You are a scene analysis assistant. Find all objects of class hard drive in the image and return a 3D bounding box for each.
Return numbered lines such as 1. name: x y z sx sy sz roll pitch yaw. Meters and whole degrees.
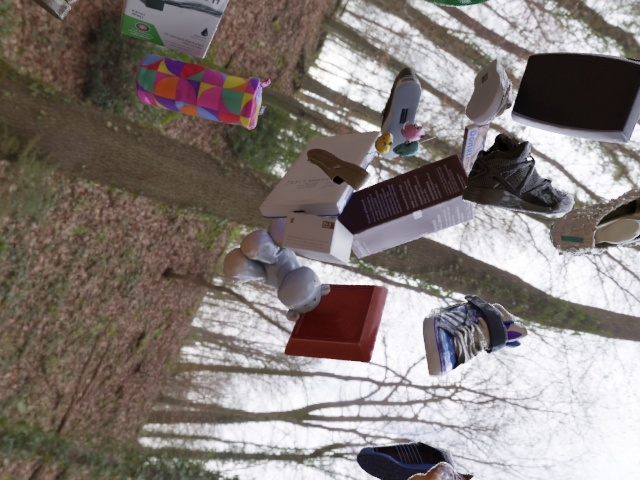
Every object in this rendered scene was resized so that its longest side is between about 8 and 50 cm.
1. hard drive: 0.010 -0.169 1.179 0.210 0.040 0.319 0 -140 30
2. hard drive: 0.539 -0.310 0.999 0.254 0.054 0.172 29 -68 43

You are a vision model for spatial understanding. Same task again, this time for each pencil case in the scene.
1. pencil case: -0.219 -0.280 0.889 0.104 0.236 0.105 -167 -90 -89

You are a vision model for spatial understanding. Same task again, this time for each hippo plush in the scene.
1. hippo plush: -0.119 0.111 1.304 0.237 0.234 0.294 55 -12 14

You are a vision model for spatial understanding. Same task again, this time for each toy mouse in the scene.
1. toy mouse: 0.198 -0.222 1.073 0.161 0.143 0.031 126 -42 -67

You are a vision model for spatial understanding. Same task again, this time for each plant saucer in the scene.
1. plant saucer: 0.043 0.214 1.343 0.258 0.048 0.259 -1 -136 24

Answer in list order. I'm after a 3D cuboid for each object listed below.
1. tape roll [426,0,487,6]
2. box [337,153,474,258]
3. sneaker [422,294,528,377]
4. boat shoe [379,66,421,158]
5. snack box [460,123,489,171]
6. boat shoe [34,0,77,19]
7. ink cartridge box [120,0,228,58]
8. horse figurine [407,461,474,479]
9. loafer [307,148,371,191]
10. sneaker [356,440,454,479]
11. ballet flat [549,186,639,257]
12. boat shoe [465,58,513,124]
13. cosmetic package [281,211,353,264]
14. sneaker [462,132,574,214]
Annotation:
1. tape roll: 0.319 -0.655 1.002 0.321 0.077 0.321 -6 -108 18
2. box: 0.250 -0.093 1.402 0.381 0.191 0.143 -19 -117 12
3. sneaker: 0.385 0.231 1.162 0.236 0.323 0.130 -7 -83 20
4. boat shoe: 0.249 -0.409 1.536 0.306 0.113 0.105 92 -2 -50
5. snack box: 0.438 -0.266 1.358 0.178 0.064 0.022 77 -6 -55
6. boat shoe: -0.459 -0.460 0.647 0.110 0.307 0.104 33 -96 32
7. ink cartridge box: -0.234 -0.417 0.778 0.208 0.153 0.087 -33 -127 56
8. horse figurine: 0.121 0.381 0.588 0.066 0.175 0.263 8 -139 31
9. loafer: 0.029 -0.143 0.954 0.148 0.056 0.050 26 -91 27
10. sneaker: 0.209 0.537 1.158 0.090 0.232 0.081 -48 141 -64
11. ballet flat: 0.751 -0.040 1.143 0.147 0.408 0.147 163 -90 -73
12. boat shoe: 0.408 -0.335 1.115 0.096 0.088 0.268 -39 -162 37
13. cosmetic package: 0.000 0.000 1.114 0.117 0.231 0.086 9 -95 15
14. sneaker: 0.363 -0.114 0.831 0.087 0.227 0.130 -143 -118 -70
